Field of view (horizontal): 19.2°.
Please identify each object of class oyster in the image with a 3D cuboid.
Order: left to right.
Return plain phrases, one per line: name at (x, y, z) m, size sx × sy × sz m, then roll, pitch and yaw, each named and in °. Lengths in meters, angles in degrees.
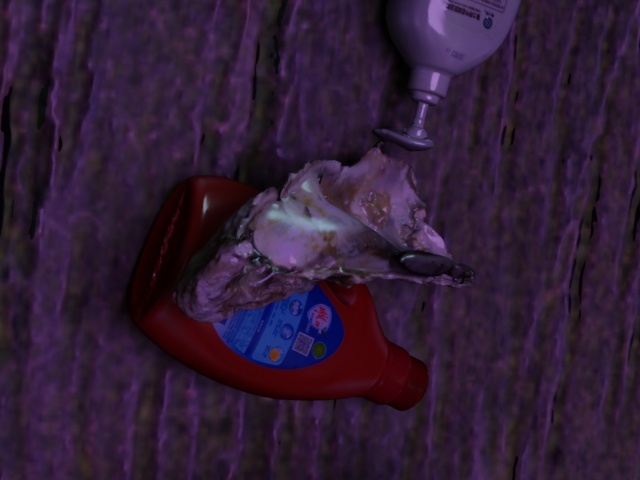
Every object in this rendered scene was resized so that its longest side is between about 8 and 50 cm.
oyster at (0.003, -0.002, 0.924) m, size 0.200 × 0.106 × 0.061 m, roll 12°, pitch 133°, yaw -42°

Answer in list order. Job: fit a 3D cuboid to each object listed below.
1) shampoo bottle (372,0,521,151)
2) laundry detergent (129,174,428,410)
shampoo bottle at (0.067, -0.119, 0.977) m, size 0.077 × 0.045 × 0.152 m, roll 14°, pitch 86°, yaw -29°
laundry detergent at (-0.013, 0.037, 0.950) m, size 0.165 × 0.049 × 0.097 m, roll 28°, pitch 71°, yaw -28°
